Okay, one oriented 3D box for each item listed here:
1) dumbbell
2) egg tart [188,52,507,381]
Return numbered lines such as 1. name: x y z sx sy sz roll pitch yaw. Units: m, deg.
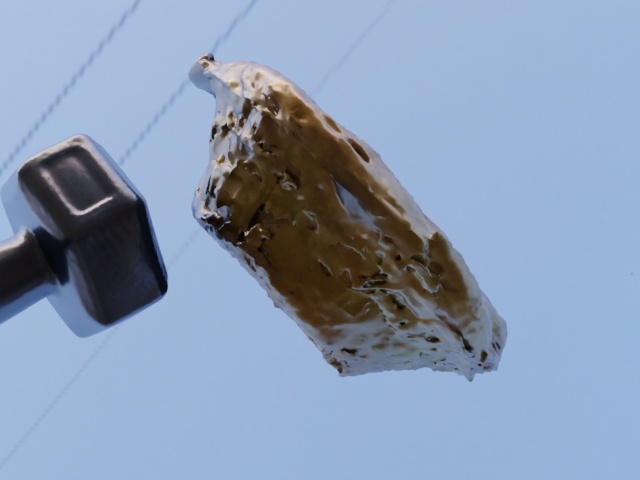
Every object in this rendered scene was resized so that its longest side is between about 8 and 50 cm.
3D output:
1. dumbbell: -0.277 0.052 1.053 0.324 0.144 0.160 -29 -59 -24
2. egg tart: 0.003 0.003 1.134 0.129 0.341 0.341 -44 -100 -3
